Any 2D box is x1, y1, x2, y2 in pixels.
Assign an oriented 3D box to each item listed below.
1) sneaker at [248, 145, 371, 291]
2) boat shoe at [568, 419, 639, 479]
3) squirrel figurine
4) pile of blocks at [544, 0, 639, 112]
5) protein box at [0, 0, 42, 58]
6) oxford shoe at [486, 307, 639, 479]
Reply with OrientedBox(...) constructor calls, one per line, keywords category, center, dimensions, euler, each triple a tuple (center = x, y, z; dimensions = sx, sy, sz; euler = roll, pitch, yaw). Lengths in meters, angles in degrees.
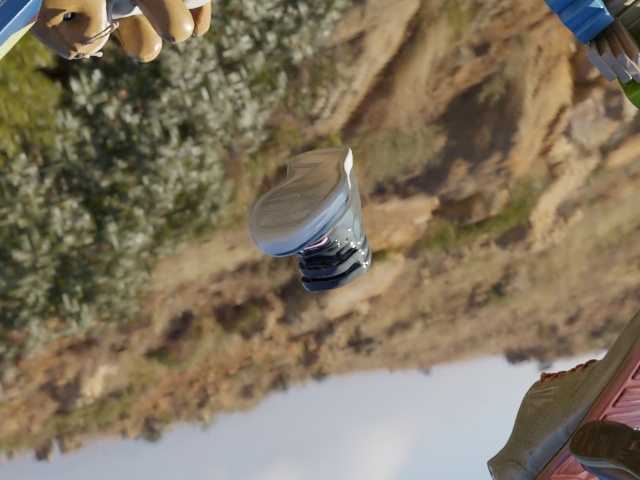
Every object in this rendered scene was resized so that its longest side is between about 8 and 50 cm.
OrientedBox(category="sneaker", center=(0.000, 0.000, 1.343), dimensions=(0.104, 0.147, 0.296), euler=(-10, -164, 13))
OrientedBox(category="boat shoe", center=(0.327, 0.224, 1.198), dimensions=(0.064, 0.060, 0.178), euler=(-47, -152, -22))
OrientedBox(category="squirrel figurine", center=(-0.355, -0.488, 2.030), dimensions=(0.370, 0.397, 0.281), euler=(-24, -169, -26))
OrientedBox(category="pile of blocks", center=(0.322, -0.260, 1.314), dimensions=(0.112, 0.362, 0.149), euler=(-39, -169, 22))
OrientedBox(category="protein box", center=(-0.528, -0.330, 1.695), dimensions=(0.200, 0.201, 0.136), euler=(-53, -173, -22))
OrientedBox(category="oxford shoe", center=(0.291, 0.180, 1.377), dimensions=(0.123, 0.130, 0.348), euler=(6, 125, -42))
